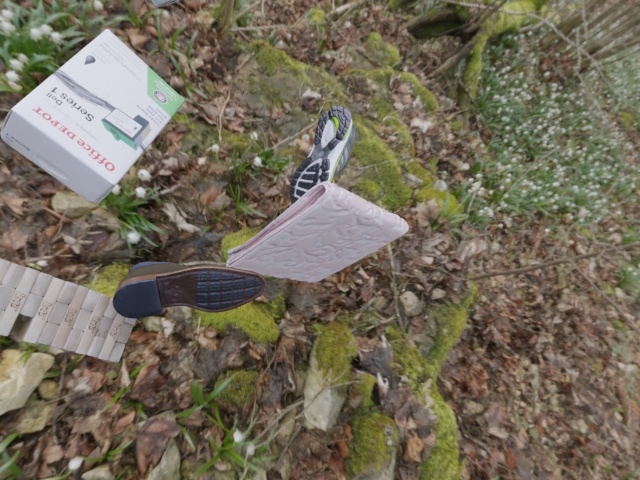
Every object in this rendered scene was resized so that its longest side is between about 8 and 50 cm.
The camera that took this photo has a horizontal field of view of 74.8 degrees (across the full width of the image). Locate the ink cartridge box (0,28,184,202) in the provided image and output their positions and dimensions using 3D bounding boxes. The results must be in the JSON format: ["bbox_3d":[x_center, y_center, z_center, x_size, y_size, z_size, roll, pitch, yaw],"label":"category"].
[{"bbox_3d":[-0.347,-0.195,0.663,0.160,0.092,0.219,41,51,-28],"label":"ink cartridge box"}]

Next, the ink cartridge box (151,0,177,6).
[{"bbox_3d":[-0.365,-0.700,1.038,0.086,0.153,0.208,2,46,29],"label":"ink cartridge box"}]

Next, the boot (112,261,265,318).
[{"bbox_3d":[-0.203,0.059,0.663,0.219,0.106,0.082,-2,112,-19],"label":"boot"}]

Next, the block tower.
[{"bbox_3d":[-0.412,0.081,0.562,0.335,0.097,0.091,36,65,-46],"label":"block tower"}]

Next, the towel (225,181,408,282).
[{"bbox_3d":[0.000,0.000,0.965,0.317,0.331,0.053,-32,63,28],"label":"towel"}]

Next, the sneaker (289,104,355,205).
[{"bbox_3d":[0.020,-0.198,1.123,0.111,0.121,0.300,29,95,27],"label":"sneaker"}]
